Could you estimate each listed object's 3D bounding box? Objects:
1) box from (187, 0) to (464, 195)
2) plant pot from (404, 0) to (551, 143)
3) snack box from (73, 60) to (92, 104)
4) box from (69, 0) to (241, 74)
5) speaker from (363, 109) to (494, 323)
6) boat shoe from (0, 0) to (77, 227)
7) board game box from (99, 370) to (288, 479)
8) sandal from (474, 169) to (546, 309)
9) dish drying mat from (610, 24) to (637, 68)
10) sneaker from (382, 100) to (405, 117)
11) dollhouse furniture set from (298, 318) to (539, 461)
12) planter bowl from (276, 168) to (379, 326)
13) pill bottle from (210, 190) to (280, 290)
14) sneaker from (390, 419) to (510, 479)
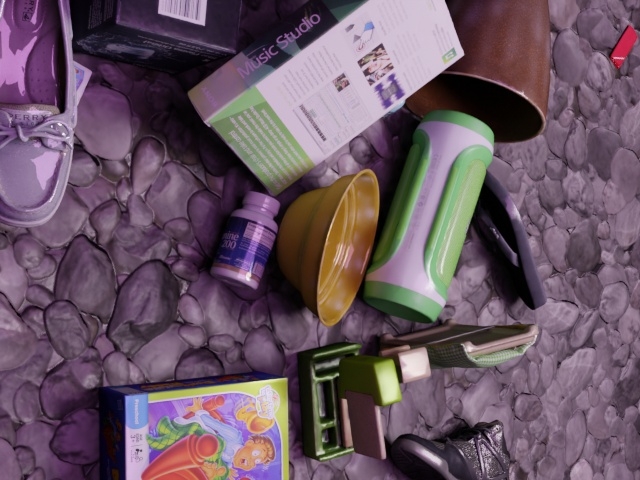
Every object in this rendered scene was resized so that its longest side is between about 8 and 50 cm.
[{"bbox_3d":[0.017,-0.209,1.254,0.322,0.058,0.232,-37,153,2],"label":"box"},{"bbox_3d":[0.252,-0.293,1.488,0.215,0.215,0.231,28,72,-33],"label":"plant pot"},{"bbox_3d":[-0.331,-0.135,1.181,0.064,0.022,0.178,28,74,-30],"label":"snack box"},{"bbox_3d":[-0.198,-0.265,1.192,0.155,0.158,0.093,8,84,-35],"label":"box"},{"bbox_3d":[0.159,-0.036,1.473,0.131,0.131,0.297,28,75,-33],"label":"speaker"},{"bbox_3d":[-0.325,-0.176,1.113,0.118,0.103,0.321,6,82,-16],"label":"boat shoe"},{"bbox_3d":[-0.156,0.351,1.279,0.233,0.078,0.347,-2,91,-36],"label":"board game box"},{"bbox_3d":[0.291,0.003,1.595,0.054,0.097,0.255,-26,106,-5],"label":"sandal"},{"bbox_3d":[0.548,-0.349,1.822,0.032,0.008,0.083,47,65,-26],"label":"dish drying mat"},{"bbox_3d":[0.101,-0.302,1.429,0.110,0.122,0.283,11,84,-36],"label":"sneaker"},{"bbox_3d":[0.146,0.211,1.421,0.301,0.197,0.151,-9,94,-35],"label":"dollhouse furniture set"},{"bbox_3d":[0.000,0.000,1.357,0.217,0.090,0.217,16,90,-71],"label":"planter bowl"},{"bbox_3d":[-0.095,-0.001,1.326,0.067,0.067,0.120,27,75,-33],"label":"pill bottle"},{"bbox_3d":[0.204,0.318,1.538,0.227,0.087,0.130,29,61,-25],"label":"sneaker"}]
